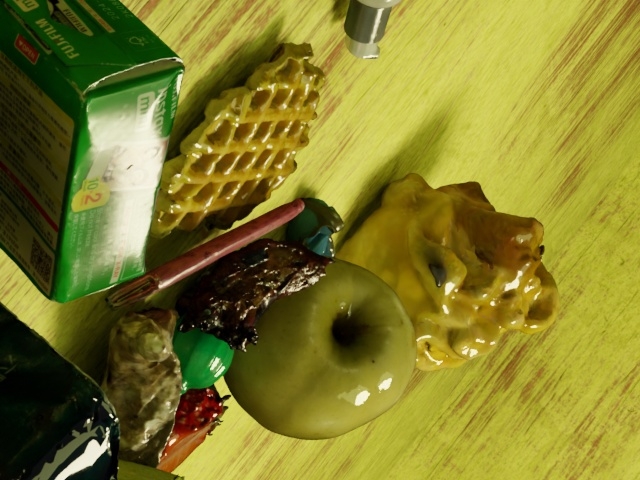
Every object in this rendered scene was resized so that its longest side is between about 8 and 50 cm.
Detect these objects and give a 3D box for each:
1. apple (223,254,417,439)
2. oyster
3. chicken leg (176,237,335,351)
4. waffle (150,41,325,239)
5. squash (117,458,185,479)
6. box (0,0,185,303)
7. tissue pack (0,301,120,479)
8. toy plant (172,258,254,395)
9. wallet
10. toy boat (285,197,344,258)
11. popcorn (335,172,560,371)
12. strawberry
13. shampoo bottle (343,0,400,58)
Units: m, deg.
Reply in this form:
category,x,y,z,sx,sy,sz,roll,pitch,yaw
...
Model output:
category,x,y,z,sx,sy,sz,roll,pitch,yaw
apple,-0.007,0.148,2.002,0.262,0.262,0.262,-46,160,-22
oyster,-0.232,0.172,1.751,0.204,0.111,0.396,-91,-159,-46
chicken leg,-0.082,0.057,1.802,0.234,0.105,0.063,-43,-178,-40
waffle,-0.092,-0.097,1.697,0.291,0.051,0.291,-46,161,-21
squash,-0.280,0.274,1.617,0.137,0.287,0.137,-45,-149,37
box,-0.213,-0.087,1.233,0.103,0.180,0.250,-24,145,-36
tissue pack,-0.393,0.260,1.290,0.416,0.253,0.264,-42,158,-28
toy plant,-0.143,0.119,1.863,0.200,0.105,0.143,-61,178,-18
wallet,-0.130,0.014,1.724,0.232,0.025,0.119,-29,-179,-37
toy boat,0.000,0.000,2.052,0.075,0.077,0.185,-44,159,-24
popcorn,0.185,0.039,2.230,0.316,0.297,0.281,-24,-179,10
strawberry,-0.224,0.257,1.946,0.228,0.098,0.174,-42,170,-10
shampoo bottle,0.063,-0.291,1.701,0.074,0.074,0.192,-39,158,-38
